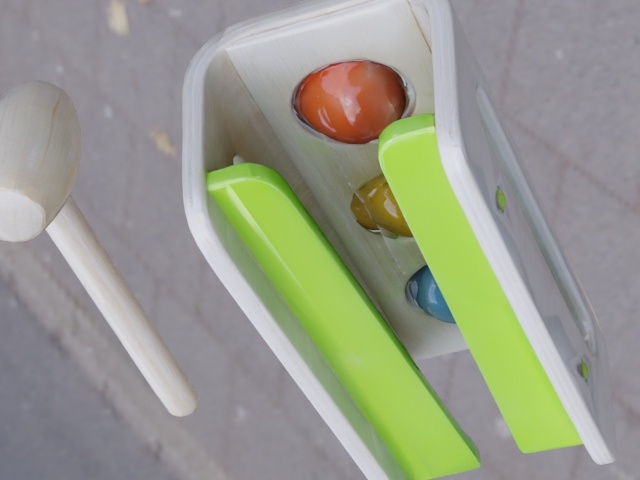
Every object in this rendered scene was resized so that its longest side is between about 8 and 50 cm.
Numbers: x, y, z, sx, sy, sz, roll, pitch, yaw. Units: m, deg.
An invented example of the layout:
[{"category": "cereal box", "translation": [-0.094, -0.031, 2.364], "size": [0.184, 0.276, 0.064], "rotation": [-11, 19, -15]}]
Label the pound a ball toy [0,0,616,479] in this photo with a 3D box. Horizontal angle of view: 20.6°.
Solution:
[{"category": "pound a ball toy", "translation": [0.000, 0.000, 0.842], "size": [0.319, 0.208, 0.136], "rotation": [57, -155, -47]}]
